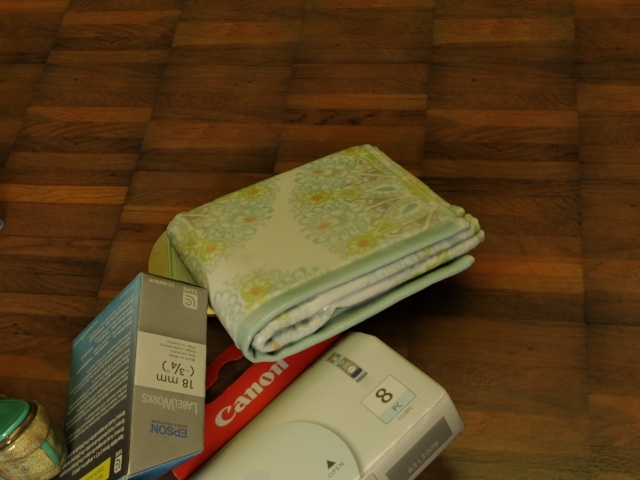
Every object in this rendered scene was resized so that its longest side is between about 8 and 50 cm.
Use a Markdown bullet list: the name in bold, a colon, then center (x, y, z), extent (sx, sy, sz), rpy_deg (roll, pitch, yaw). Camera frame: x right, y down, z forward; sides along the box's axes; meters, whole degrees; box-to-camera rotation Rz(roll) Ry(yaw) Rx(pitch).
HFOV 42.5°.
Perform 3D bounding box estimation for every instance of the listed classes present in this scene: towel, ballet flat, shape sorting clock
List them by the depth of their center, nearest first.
- **ballet flat**: center (-0.461, 0.265, 1.143), extent (0.349, 0.123, 0.123), rpy_deg (0, 54, 45)
- **towel**: center (0.000, 0.000, 1.185), extent (0.375, 0.090, 0.320), rpy_deg (-22, 35, -17)
- **shape sorting clock**: center (-0.166, 0.033, 1.293), extent (0.206, 0.040, 0.206), rpy_deg (-1, 57, 2)

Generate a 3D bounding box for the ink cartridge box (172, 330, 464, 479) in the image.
- **ink cartridge box**: center (-0.057, 0.224, 1.060), extent (0.308, 0.091, 0.385), rpy_deg (-42, 43, -13)

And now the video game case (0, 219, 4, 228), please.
- **video game case**: center (-0.673, -0.129, 1.341), extent (0.244, 0.269, 0.061), rpy_deg (27, 66, 23)

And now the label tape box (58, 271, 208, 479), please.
- **label tape box**: center (-0.248, 0.244, 1.063), extent (0.106, 0.241, 0.333), rpy_deg (18, 52, -30)

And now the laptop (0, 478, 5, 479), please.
- **laptop**: center (-0.586, 0.458, 0.959), extent (0.382, 0.408, 0.236), rpy_deg (-7, 92, 1)
